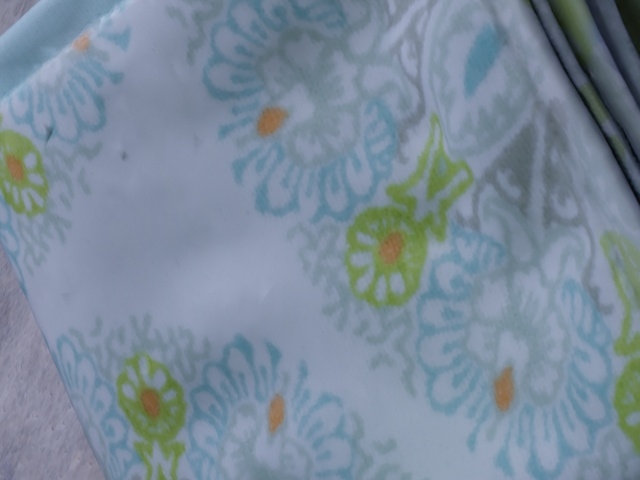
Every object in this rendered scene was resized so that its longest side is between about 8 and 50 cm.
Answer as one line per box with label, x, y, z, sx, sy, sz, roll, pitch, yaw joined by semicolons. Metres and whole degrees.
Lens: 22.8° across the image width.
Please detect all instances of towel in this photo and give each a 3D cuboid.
towel;0.000;0.000;0.698;0.374;0.090;0.320;-29;80;41
